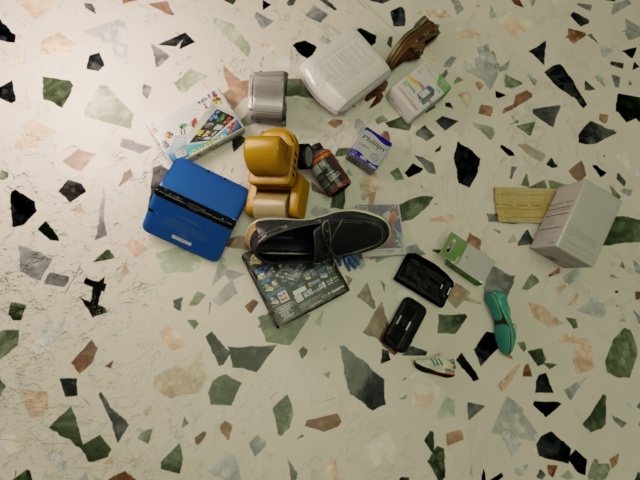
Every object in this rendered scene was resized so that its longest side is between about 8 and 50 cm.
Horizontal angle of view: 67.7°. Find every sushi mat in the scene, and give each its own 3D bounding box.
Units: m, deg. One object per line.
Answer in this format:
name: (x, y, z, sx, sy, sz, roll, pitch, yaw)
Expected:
sushi mat: (0.863, -0.145, 1.961, 0.316, 0.019, 0.152, 0, 80, -9)

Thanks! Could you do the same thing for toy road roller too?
toy road roller: (-0.168, -0.231, 1.663, 0.202, 0.240, 0.330, 3, 80, 21)

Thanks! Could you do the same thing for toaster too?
toaster: (-0.198, -0.532, 1.803, 0.146, 0.129, 0.227, 2, 80, -5)

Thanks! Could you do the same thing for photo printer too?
photo printer: (0.087, -0.660, 1.886, 0.307, 0.107, 0.256, -41, 88, -14)

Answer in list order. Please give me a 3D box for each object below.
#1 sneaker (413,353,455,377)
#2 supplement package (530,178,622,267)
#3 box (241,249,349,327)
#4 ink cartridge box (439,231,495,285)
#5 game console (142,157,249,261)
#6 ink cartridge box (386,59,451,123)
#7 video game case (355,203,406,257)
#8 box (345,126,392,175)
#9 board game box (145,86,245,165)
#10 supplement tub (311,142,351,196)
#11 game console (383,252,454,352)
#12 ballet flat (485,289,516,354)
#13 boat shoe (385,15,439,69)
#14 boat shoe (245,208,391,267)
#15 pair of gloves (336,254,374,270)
sneaker: (0.419, 0.449, 1.753, 0.161, 0.057, 0.075, 17, 60, -5)
supplement package: (0.997, -0.060, 1.870, 0.177, 0.175, 0.293, 30, 82, -5)
box: (-0.089, 0.119, 1.716, 0.295, 0.073, 0.293, -27, 82, -15)
ink cartridge box: (0.555, 0.072, 1.841, 0.209, 0.062, 0.109, 34, 75, -1)
game console: (-0.438, -0.109, 1.701, 0.293, 0.173, 0.250, 26, 114, -8)
ink cartridge box: (0.397, -0.601, 1.935, 0.212, 0.093, 0.154, -39, 88, -13)
video game case: (0.230, -0.039, 1.812, 0.183, 0.023, 0.201, -3, 79, -21)
box: (0.187, -0.348, 1.858, 0.126, 0.072, 0.137, 33, 75, -3)
board game box: (-0.460, -0.416, 1.769, 0.305, 0.053, 0.193, -32, 86, -14)
supplement tub: (0.023, -0.270, 1.797, 0.106, 0.106, 0.198, -31, 85, -14)
game console: (0.341, 0.237, 1.783, 0.213, 0.044, 0.361, 32, 75, -1)
ballet flat: (0.703, 0.306, 1.814, 0.087, 0.083, 0.247, -10, 82, -26)
boat shoe: (0.383, -0.801, 1.963, 0.104, 0.111, 0.307, 40, 75, 1)
boat shoe: (0.000, 0.000, 1.612, 0.499, 0.156, 0.187, -2, 118, -8)
pair of gloves: (0.138, 0.016, 1.802, 0.198, 0.023, 0.159, -27, 85, -13)
